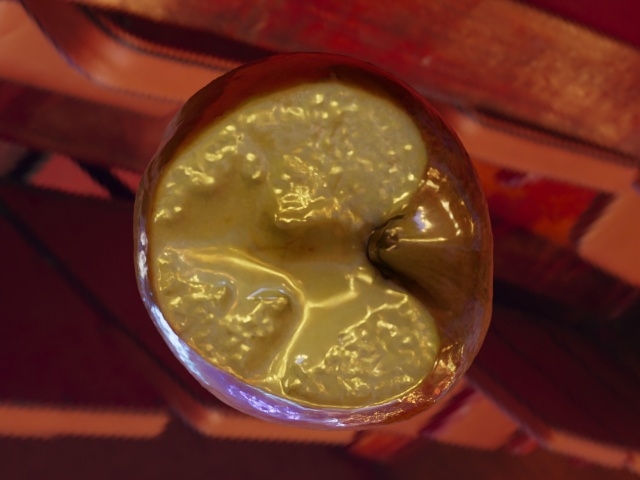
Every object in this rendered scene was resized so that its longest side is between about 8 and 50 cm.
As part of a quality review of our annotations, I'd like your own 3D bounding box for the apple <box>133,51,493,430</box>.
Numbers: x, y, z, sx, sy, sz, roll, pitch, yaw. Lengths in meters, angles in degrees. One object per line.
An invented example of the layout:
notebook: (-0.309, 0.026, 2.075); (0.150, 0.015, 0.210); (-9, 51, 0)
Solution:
apple: (0.000, 0.000, 0.863); (0.173, 0.195, 0.160); (-6, -176, 16)
